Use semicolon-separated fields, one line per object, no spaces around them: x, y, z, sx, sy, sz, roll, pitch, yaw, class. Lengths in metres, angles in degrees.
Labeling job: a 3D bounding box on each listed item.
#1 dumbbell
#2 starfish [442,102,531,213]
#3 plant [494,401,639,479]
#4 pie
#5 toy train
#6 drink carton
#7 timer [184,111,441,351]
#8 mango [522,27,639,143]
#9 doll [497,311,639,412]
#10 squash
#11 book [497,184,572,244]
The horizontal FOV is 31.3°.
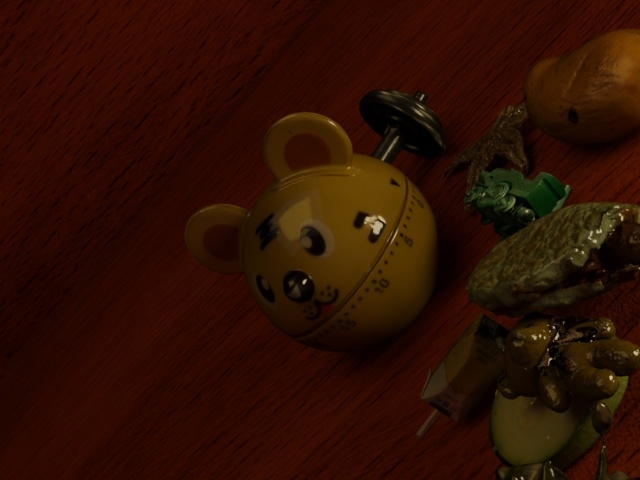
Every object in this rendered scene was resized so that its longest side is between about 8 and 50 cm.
0.122;-0.164;2.166;0.290;0.192;0.192;-58;21;-12;dumbbell
0.296;-0.154;1.979;0.295;0.048;0.231;-35;29;43;starfish
0.248;0.365;1.163;0.251;0.180;0.333;-43;26;55;plant
0.310;0.018;1.497;0.257;0.105;0.274;-22;9;14;pie
0.294;-0.067;1.775;0.104;0.071;0.178;-46;22;-6;toy train
0.196;0.197;1.602;0.200;0.084;0.074;-57;1;35;drink carton
0.000;0.000;1.912;0.376;0.387;0.376;-47;20;23;timer
0.421;-0.229;1.735;0.295;0.120;0.177;-4;61;65;mango
0.292;0.138;1.383;0.209;0.097;0.137;-3;52;60;doll
0.300;0.201;1.465;0.219;0.041;0.219;-48;22;27;squash
0.325;-0.027;1.770;0.135;0.017;0.103;-59;22;-12;book
